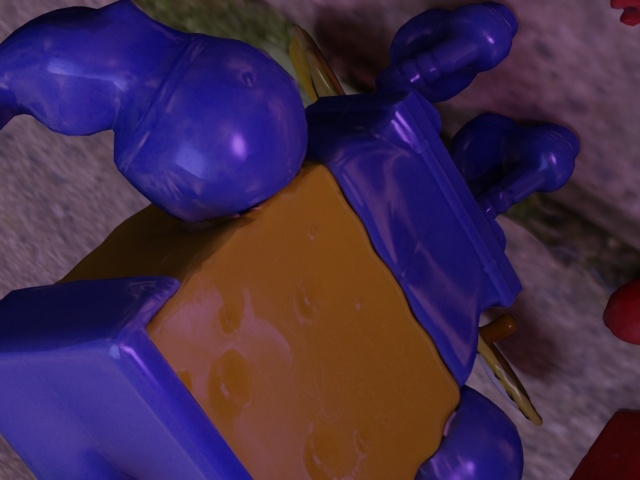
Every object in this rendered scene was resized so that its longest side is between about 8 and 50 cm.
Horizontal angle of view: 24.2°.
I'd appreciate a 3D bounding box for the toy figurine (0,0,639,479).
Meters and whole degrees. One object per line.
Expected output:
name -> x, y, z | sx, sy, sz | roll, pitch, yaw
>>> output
toy figurine -> 0.000, 0.000, 0.345 | 0.191, 0.217, 0.362 | 0, 130, 47
